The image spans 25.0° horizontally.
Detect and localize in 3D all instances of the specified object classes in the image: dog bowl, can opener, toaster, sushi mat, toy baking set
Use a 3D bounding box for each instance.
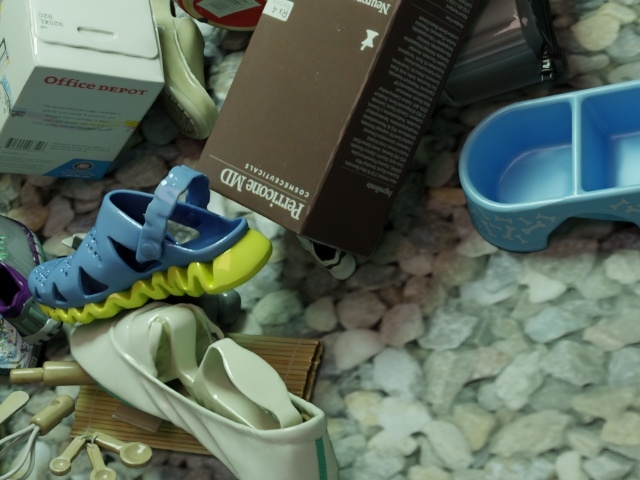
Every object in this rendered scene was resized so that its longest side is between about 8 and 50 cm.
[{"bbox_3d":[0.285,-0.086,1.553,0.297,0.074,0.166,-8,59,24],"label":"dog bowl"},{"bbox_3d":[-0.214,0.051,1.768,0.280,0.074,0.093,20,109,37],"label":"can opener"},{"bbox_3d":[0.192,-0.251,1.668,0.146,0.129,0.227,-20,59,23],"label":"toaster"},{"bbox_3d":[-0.149,0.174,1.680,0.316,0.019,0.151,2,65,31],"label":"sushi mat"},{"bbox_3d":[-0.294,0.202,1.627,0.256,0.030,0.197,1,35,-2],"label":"toy baking set"}]

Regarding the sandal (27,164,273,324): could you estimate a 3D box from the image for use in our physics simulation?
[{"bbox_3d":[-0.206,0.002,1.616,0.317,0.138,0.126,-16,19,29],"label":"sandal"}]

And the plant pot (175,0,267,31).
[{"bbox_3d":[-0.100,-0.374,1.867,0.191,0.191,0.174,-4,71,27],"label":"plant pot"}]

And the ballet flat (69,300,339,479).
[{"bbox_3d":[-0.127,0.145,1.578,0.400,0.139,0.139,31,81,36],"label":"ballet flat"}]

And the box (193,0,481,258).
[{"bbox_3d":[0.027,-0.195,1.603,0.191,0.143,0.381,26,96,39],"label":"box"}]

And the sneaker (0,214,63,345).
[{"bbox_3d":[-0.395,0.028,1.816,0.083,0.098,0.224,-40,52,2],"label":"sneaker"}]

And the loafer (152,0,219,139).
[{"bbox_3d":[-0.190,-0.241,1.889,0.092,0.102,0.268,-28,55,-8],"label":"loafer"}]

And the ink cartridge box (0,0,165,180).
[{"bbox_3d":[-0.325,-0.211,1.827,0.233,0.171,0.168,-46,48,47],"label":"ink cartridge box"}]

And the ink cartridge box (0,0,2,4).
[{"bbox_3d":[-0.420,-0.346,1.938,0.114,0.273,0.197,42,132,37],"label":"ink cartridge box"}]

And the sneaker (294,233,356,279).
[{"bbox_3d":[0.000,0.000,1.683,0.040,0.044,0.109,-47,50,0],"label":"sneaker"}]

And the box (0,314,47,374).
[{"bbox_3d":[-0.387,0.106,1.848,0.094,0.027,0.137,-2,62,27],"label":"box"}]
